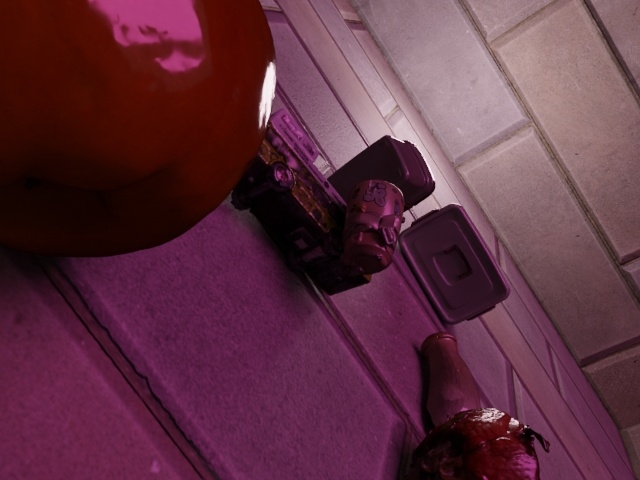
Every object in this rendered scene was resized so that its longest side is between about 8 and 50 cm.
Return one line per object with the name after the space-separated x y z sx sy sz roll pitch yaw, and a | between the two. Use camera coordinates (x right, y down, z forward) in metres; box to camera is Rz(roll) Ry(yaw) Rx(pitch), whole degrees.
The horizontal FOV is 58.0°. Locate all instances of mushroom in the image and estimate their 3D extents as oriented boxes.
0.258 0.294 1.146 0.246 0.108 0.096 -83 178 -53 | mushroom

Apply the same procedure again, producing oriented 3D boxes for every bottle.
0.078 -0.012 0.873 0.099 0.099 0.152 44 41 -32 | bottle

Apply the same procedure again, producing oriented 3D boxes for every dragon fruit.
0.207 0.354 0.875 0.148 0.224 0.218 19 77 -17 | dragon fruit

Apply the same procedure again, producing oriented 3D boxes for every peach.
-0.206 -0.153 0.442 0.343 0.343 0.301 26 57 -53 | peach

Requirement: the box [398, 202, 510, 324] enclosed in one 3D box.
0.354 0.055 1.529 0.293 0.193 0.167 60 17 3 | box

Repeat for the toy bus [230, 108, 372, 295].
-0.029 -0.055 0.927 0.301 0.113 0.139 50 41 -22 | toy bus

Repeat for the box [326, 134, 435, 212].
0.126 -0.121 1.245 0.129 0.210 0.147 12 50 -51 | box
